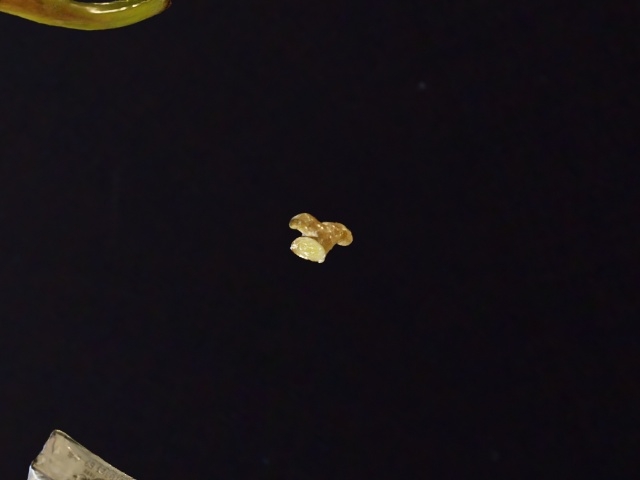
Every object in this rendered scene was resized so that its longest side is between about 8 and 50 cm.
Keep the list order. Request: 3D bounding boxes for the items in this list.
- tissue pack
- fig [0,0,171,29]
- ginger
[{"bbox_3d":[-0.199,0.228,1.523,0.051,0.112,0.156,-60,179,-24],"label":"tissue pack"},{"bbox_3d":[-0.145,-0.124,0.711,0.124,0.236,0.124,-14,-116,31],"label":"fig"},{"bbox_3d":[0.000,0.001,1.885,0.030,0.097,0.048,25,-84,40],"label":"ginger"}]
